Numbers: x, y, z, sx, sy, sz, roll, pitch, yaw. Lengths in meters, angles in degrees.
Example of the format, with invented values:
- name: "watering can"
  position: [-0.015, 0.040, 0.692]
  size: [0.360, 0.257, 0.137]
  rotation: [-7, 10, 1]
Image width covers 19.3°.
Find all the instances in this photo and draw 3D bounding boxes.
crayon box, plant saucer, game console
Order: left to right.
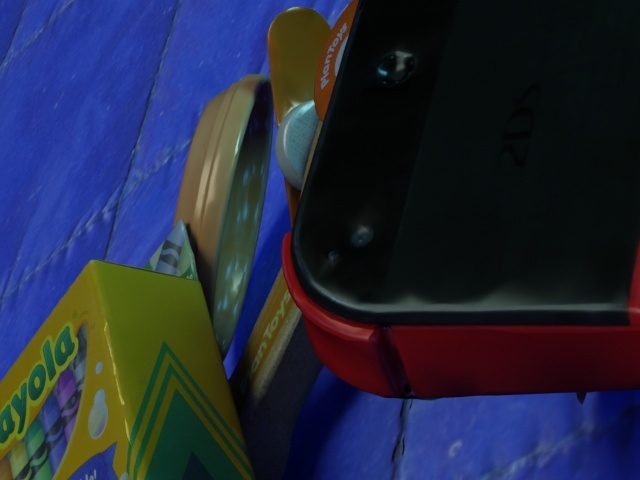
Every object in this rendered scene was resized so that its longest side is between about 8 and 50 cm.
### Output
- name: "crayon box"
  position: [-0.128, 0.161, 1.103]
  size: [0.203, 0.083, 0.323]
  rotation: [-51, 41, 34]
- name: "plant saucer"
  position: [-0.068, -0.015, 1.256]
  size: [0.200, 0.037, 0.200]
  rotation: [9, -90, -86]
- name: "game console"
  position: [0.171, -0.103, 0.827]
  size: [0.342, 0.060, 0.386]
  rotation: [-2, 53, 25]

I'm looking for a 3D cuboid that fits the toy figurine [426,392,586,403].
- name: "toy figurine"
  position: [0.134, 0.025, 0.826]
  size: [0.173, 0.130, 0.159]
  rotation: [-29, 23, -28]

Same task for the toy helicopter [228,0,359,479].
- name: "toy helicopter"
  position: [0.000, 0.000, 1.126]
  size: [0.355, 0.140, 0.235]
  rotation: [-64, 26, 11]
